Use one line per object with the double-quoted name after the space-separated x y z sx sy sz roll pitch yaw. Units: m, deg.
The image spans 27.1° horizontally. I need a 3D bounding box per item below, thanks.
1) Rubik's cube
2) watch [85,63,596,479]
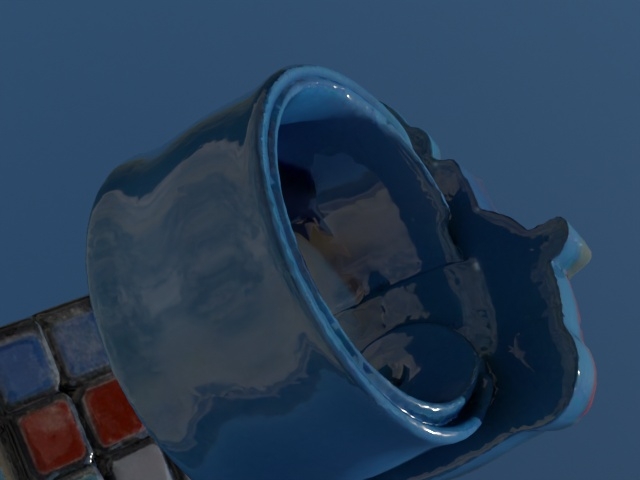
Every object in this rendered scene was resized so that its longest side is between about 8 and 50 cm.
-0.173 0.194 1.085 0.287 0.293 0.292 -25 -94 49 "Rubik's cube"
0.000 0.000 0.803 0.241 0.274 0.305 -30 -121 27 "watch"
